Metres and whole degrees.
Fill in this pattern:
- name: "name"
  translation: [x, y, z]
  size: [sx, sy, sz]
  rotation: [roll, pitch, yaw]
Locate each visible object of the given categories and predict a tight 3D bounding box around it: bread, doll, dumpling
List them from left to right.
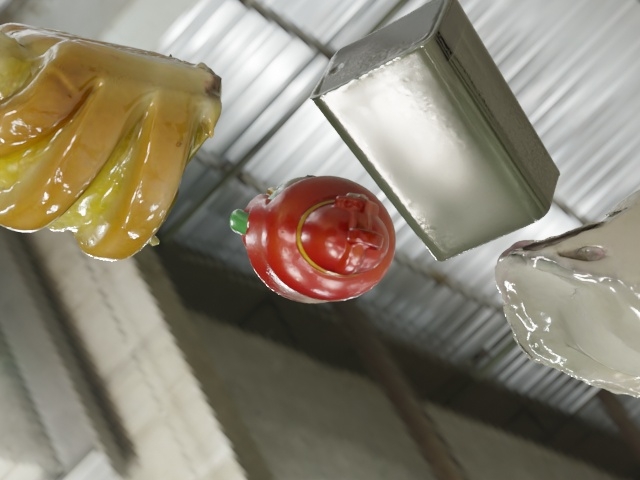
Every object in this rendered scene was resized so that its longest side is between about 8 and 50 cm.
- name: "bread"
  translation: [-0.252, -0.097, 1.503]
  size: [0.270, 0.211, 0.316]
  rotation: [9, -175, -24]
- name: "doll"
  translation: [0.000, -0.001, 1.962]
  size: [0.183, 0.160, 0.363]
  rotation: [15, 174, -17]
- name: "dumpling"
  translation: [0.355, 0.056, 1.446]
  size: [0.260, 0.341, 0.181]
  rotation: [79, 165, -46]

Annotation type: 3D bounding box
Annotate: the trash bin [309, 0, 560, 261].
- name: "trash bin"
  translation: [0.127, -0.115, 1.666]
  size: [0.240, 0.164, 0.122]
  rotation: [55, -148, -20]
